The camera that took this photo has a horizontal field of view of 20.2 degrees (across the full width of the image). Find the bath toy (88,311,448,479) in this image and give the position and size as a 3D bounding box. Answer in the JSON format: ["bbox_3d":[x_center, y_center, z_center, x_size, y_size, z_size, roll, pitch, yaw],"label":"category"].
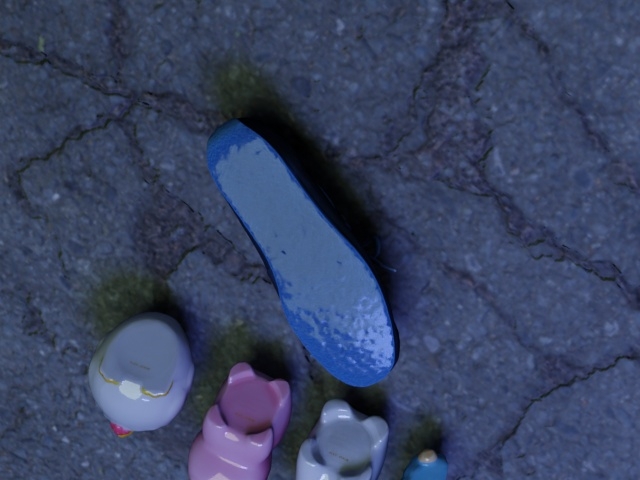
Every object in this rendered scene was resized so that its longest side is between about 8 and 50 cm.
[{"bbox_3d":[-0.059,0.195,1.658,0.348,0.151,0.129,27,156,9],"label":"bath toy"}]

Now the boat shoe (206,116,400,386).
[{"bbox_3d":[0.000,0.000,1.563,0.109,0.089,0.258,-23,99,16],"label":"boat shoe"}]
